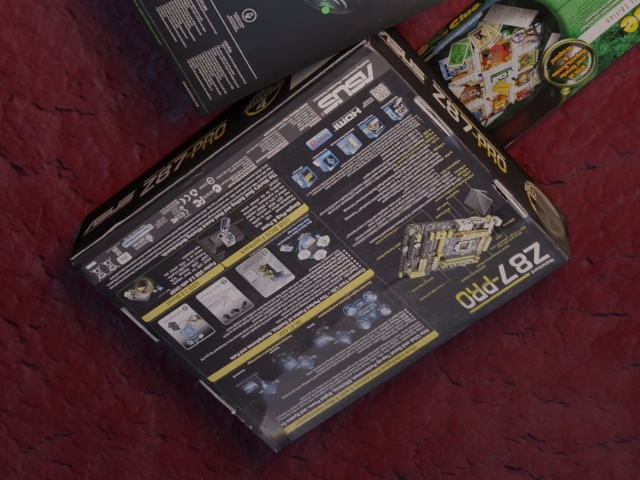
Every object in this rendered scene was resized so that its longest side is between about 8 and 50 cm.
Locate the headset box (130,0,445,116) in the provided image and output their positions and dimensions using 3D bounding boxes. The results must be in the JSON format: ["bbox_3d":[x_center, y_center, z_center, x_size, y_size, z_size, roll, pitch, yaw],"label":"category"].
[{"bbox_3d":[-0.042,-0.290,1.558,0.283,0.131,0.246,-25,117,13],"label":"headset box"}]

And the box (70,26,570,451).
[{"bbox_3d":[0.000,0.000,1.734,0.395,0.097,0.318,-36,113,23],"label":"box"}]

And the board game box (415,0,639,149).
[{"bbox_3d":[0.216,-0.201,1.671,0.259,0.030,0.136,-39,111,20],"label":"board game box"}]
